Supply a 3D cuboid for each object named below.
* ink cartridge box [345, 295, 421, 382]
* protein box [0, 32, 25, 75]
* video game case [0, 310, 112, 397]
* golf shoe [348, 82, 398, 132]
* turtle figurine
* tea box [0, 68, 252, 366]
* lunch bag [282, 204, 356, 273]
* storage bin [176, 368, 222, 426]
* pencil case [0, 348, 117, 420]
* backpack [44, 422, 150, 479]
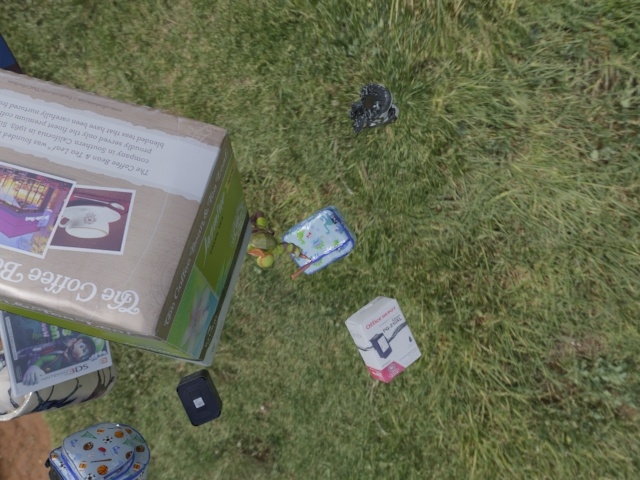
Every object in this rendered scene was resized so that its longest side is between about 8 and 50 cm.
[{"bbox_3d":[0.218,0.337,1.820,0.172,0.100,0.237,-32,104,-24],"label":"ink cartridge box"},{"bbox_3d":[-0.705,-0.314,0.984,0.201,0.200,0.136,14,134,41],"label":"protein box"},{"bbox_3d":[-0.483,0.167,0.964,0.022,0.173,0.190,5,104,48],"label":"video game case"},{"bbox_3d":[0.125,-0.279,1.090,0.093,0.198,0.077,-9,93,-12],"label":"golf shoe"},{"bbox_3d":[-0.165,0.000,1.264,0.269,0.217,0.087,-5,127,-26],"label":"turtle figurine"},{"bbox_3d":[-0.276,-0.007,0.627,0.329,0.323,0.220,15,73,1],"label":"tea box"},{"bbox_3d":[0.000,0.000,1.756,0.219,0.090,0.176,-29,98,19],"label":"lunch bag"},{"bbox_3d":[-0.467,0.608,2.041,0.122,0.084,0.180,-22,97,-3],"label":"storage bin"},{"bbox_3d":[-0.706,0.351,1.375,0.160,0.410,0.183,-37,78,0],"label":"pencil case"},{"bbox_3d":[-0.674,0.695,1.640,0.276,0.263,0.213,40,120,28],"label":"backpack"}]
